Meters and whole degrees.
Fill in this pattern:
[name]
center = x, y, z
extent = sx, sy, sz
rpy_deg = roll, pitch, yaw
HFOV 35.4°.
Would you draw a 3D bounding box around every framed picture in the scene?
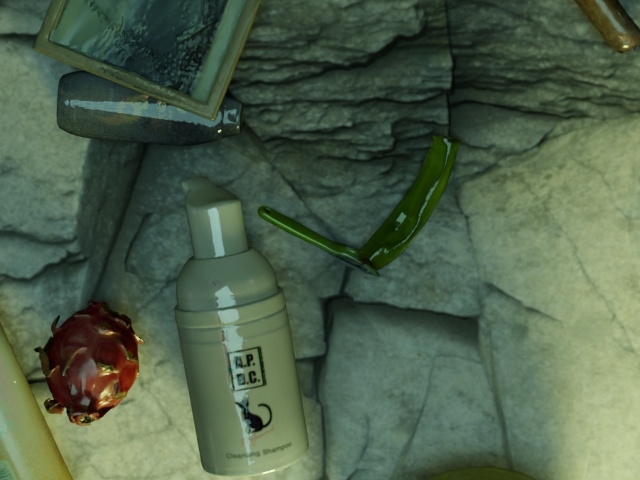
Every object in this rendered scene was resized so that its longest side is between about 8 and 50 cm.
[framed picture]
center = -0.184, -0.347, 1.250
extent = 0.247, 0.022, 0.335
rpy_deg = 22, 91, 0

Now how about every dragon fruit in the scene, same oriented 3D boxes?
[dragon fruit]
center = -0.297, 0.164, 1.296
extent = 0.136, 0.166, 0.133
rpy_deg = -1, 143, -2

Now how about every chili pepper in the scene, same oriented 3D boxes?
[chili pepper]
center = 0.121, -0.047, 1.298
extent = 0.052, 0.050, 0.202
rpy_deg = 33, 99, 12

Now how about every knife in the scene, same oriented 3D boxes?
[knife]
center = 0.000, 0.000, 1.321
extent = 0.184, 0.022, 0.026
rpy_deg = 27, 123, -3

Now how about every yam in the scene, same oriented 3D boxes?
[yam]
center = 0.314, -0.343, 1.251
extent = 0.046, 0.046, 0.264
rpy_deg = -37, 94, 6

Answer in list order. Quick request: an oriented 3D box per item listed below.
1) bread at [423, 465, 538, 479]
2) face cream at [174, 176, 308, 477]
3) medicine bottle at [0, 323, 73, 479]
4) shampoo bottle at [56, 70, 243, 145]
[bread]
center = 0.207, 0.449, 1.282
extent = 0.320, 0.237, 0.321
rpy_deg = -2, 112, -5
[face cream]
center = -0.113, 0.102, 1.276
extent = 0.145, 0.145, 0.370
rpy_deg = -9, 99, 3
[medicine bottle]
center = -0.449, 0.165, 1.319
extent = 0.108, 0.108, 0.426
rpy_deg = -21, 99, 4
[shampoo bottle]
center = -0.217, -0.167, 1.287
extent = 0.233, 0.049, 0.087
rpy_deg = 6, 97, 0
